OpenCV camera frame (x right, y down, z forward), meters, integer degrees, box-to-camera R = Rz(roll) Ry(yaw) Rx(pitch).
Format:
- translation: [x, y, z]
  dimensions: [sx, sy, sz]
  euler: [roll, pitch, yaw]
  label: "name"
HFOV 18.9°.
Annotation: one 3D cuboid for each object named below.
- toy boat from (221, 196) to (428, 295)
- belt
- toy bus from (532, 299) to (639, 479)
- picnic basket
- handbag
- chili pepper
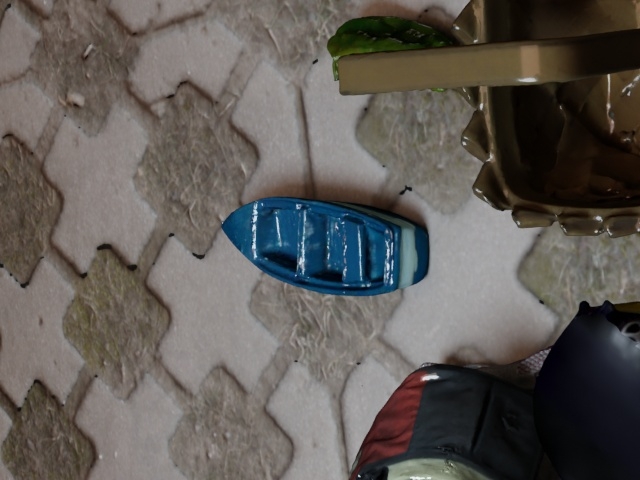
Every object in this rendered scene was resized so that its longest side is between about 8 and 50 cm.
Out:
- translation: [0.000, 0.000, 2.044]
  dimensions: [0.299, 0.062, 0.096]
  euler: [11, 105, 50]
  label: "toy boat"
- translation: [0.180, 0.140, 1.841]
  dimensions: [0.232, 0.053, 0.071]
  euler: [-13, 88, 52]
  label: "belt"
- translation: [0.349, 0.192, 1.538]
  dimensions: [0.386, 0.162, 0.171]
  euler: [41, 120, 41]
  label: "toy bus"
- translation: [0.202, -0.148, 1.557]
  dimensions: [0.254, 0.321, 0.291]
  euler: [4, 101, 48]
  label: "picnic basket"
- translation: [0.104, 0.250, 1.789]
  dimensions: [0.254, 0.181, 0.181]
  euler: [114, 176, -51]
  label: "handbag"
- translation: [0.053, -0.189, 1.935]
  dimensions: [0.204, 0.072, 0.073]
  euler: [11, 106, 51]
  label: "chili pepper"
